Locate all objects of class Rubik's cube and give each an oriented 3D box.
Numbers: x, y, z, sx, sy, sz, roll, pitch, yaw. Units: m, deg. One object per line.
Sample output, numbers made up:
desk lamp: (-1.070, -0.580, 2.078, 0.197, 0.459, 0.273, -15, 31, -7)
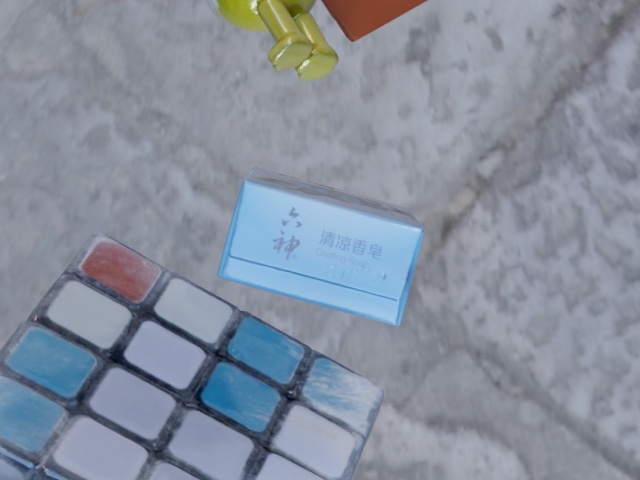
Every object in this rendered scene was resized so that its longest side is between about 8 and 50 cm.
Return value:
Rubik's cube: (-0.137, 0.197, 1.245, 0.259, 0.256, 0.253, 26, 125, -1)

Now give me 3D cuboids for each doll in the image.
doll: (-0.091, -0.344, 1.926, 0.145, 0.199, 0.363, -35, 68, 19)

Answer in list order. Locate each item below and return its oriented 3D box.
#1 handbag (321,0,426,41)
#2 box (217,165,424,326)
handbag: (0.033, -0.234, 1.229, 0.127, 0.062, 0.190, -29, 146, 10)
box: (0.000, 0.000, 1.402, 0.143, 0.232, 0.083, 15, 96, -1)
